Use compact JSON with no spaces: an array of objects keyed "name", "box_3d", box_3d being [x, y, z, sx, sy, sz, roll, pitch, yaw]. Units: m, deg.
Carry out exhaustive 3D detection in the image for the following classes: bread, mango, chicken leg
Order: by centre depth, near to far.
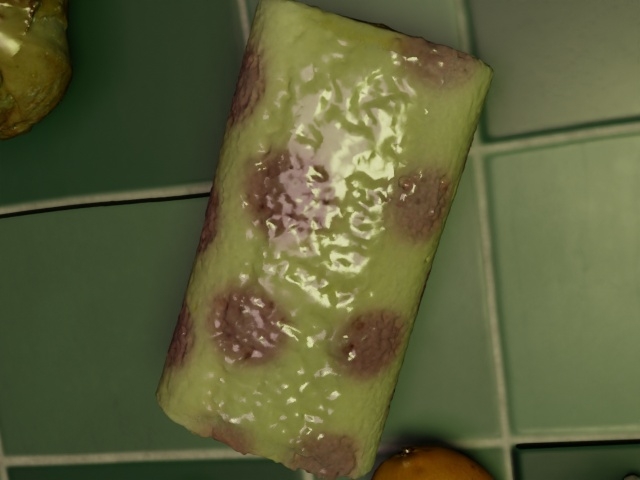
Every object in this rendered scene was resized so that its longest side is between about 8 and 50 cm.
[{"name":"bread","box_3d":[0.000,0.000,0.705,0.187,0.155,0.338,18,103,7]},{"name":"chicken leg","box_3d":[-0.260,-0.250,0.746,0.201,0.153,0.429,31,98,17]},{"name":"mango","box_3d":[0.108,0.236,0.756,0.105,0.084,0.159,-35,109,2]}]

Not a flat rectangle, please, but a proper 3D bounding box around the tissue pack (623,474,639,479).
[{"name":"tissue pack","box_3d":[0.289,0.309,0.662,0.225,0.185,0.124,39,110,7]}]
